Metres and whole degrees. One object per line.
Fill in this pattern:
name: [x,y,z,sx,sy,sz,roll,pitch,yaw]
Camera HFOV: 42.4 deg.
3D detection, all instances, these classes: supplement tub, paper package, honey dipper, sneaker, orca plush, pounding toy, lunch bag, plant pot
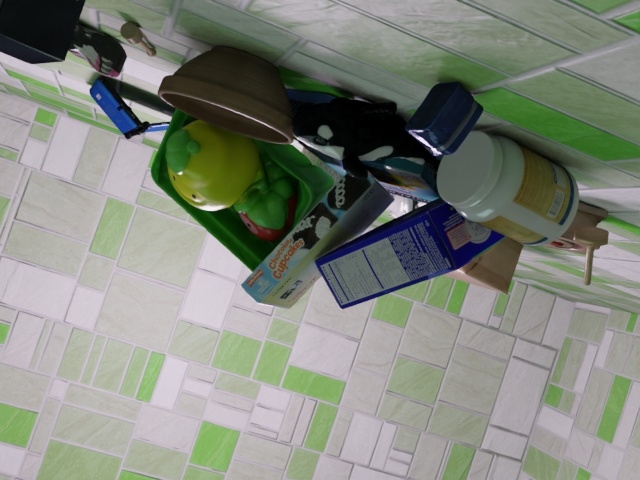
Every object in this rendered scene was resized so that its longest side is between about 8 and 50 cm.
supplement tub: [0.301,-0.084,1.329,0.200,0.144,0.144,21,177,-32]
paper package: [0.409,0.025,2.550,0.325,0.168,0.310,18,177,40]
honey dipper: [-0.316,-0.351,1.463,0.031,0.030,0.161,19,-179,4]
sneaker: [0.187,-0.112,2.080,0.118,0.110,0.292,28,176,-4]
orca plush: [0.101,-0.176,1.356,0.287,0.151,0.102,23,145,-22]
pounding toy: [0.478,-0.001,1.656,0.154,0.154,0.269,14,176,11]
lunch bag: [0.173,-0.165,1.123,0.065,0.098,0.067,41,170,-26]
plant pot: [-0.142,-0.251,1.378,0.238,0.109,0.237,18,178,1]
sneaker: [-0.044,-0.221,1.509,0.081,0.090,0.232,21,176,-35]
sneaker: [-0.449,-0.378,1.567,0.077,0.072,0.178,33,179,43]

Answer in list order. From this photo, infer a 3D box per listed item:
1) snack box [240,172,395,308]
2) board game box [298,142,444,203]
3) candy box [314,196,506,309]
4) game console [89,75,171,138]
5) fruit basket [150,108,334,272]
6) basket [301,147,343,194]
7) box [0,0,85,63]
snack box: [0.000,0.000,1.624,0.060,0.322,0.187,45,-174,17]
board game box: [0.134,-0.158,1.679,0.254,0.079,0.336,18,177,22]
candy box: [0.192,0.001,1.553,0.268,0.122,0.317,-27,-178,-41]
game console: [-0.469,-0.365,2.221,0.250,0.173,0.293,52,166,-16]
fruit basket: [-0.193,-0.123,1.640,0.392,0.282,0.392,22,-148,-14]
basket: [-0.001,-0.149,1.932,0.103,0.167,0.113,28,173,-30]
box: [-0.370,-0.319,1.069,0.093,0.158,0.156,21,177,-35]
